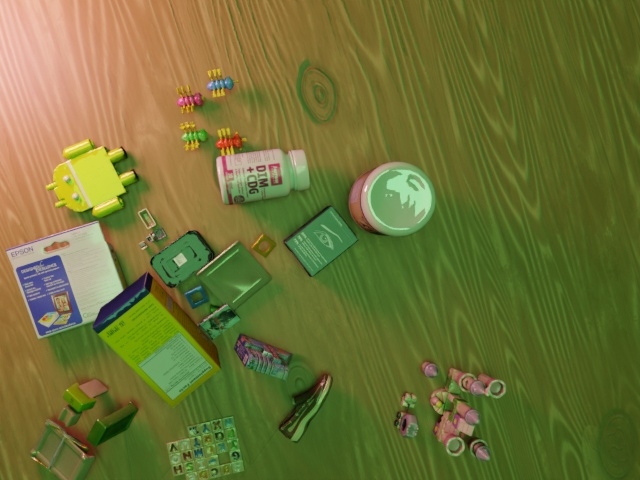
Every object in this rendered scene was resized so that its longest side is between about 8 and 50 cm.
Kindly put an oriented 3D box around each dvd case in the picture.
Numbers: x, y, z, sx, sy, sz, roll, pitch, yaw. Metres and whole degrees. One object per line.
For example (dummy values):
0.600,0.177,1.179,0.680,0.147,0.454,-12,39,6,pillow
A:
-0.340,0.273,1.819,0.120,0.013,0.087,-34,126,-4,dvd case

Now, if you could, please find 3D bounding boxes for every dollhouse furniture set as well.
-0.575,-0.039,1.765,0.091,0.081,0.114,-30,95,-5,dollhouse furniture set
-0.774,0.626,1.772,0.198,0.151,0.301,36,105,13,dollhouse furniture set

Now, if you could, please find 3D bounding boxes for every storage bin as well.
-0.452,0.059,1.783,0.180,0.084,0.122,-37,96,-5,storage bin

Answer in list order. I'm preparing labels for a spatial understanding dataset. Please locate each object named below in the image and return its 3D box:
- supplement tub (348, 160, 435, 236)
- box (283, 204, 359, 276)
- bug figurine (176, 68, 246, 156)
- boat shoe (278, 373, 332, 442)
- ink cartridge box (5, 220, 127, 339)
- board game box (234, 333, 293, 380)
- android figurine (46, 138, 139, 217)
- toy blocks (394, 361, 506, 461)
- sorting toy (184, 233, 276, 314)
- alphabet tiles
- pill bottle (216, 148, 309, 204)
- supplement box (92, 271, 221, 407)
0.216,-0.127,1.743,0.229,0.316,0.228,0,92,-7,supplement tub
0.000,0.000,1.825,0.207,0.108,0.153,-38,95,-5,box
-0.362,-0.411,1.786,0.217,0.072,0.278,-7,97,-1,bug figurine
-0.055,0.560,1.846,0.095,0.095,0.257,31,88,-1,boat shoe
-0.804,0.126,1.752,0.304,0.072,0.306,-18,92,-5,ink cartridge box
-0.172,0.391,1.797,0.194,0.194,0.060,22,90,-22,board game box
-0.742,-0.196,1.755,0.273,0.056,0.248,-24,95,-7,android figurine
0.459,0.581,1.825,0.309,0.260,0.288,16,90,-7,toy blocks
-0.286,0.116,1.813,0.348,0.047,0.196,-39,117,-3,sorting toy
-0.395,0.720,1.849,0.238,0.009,0.198,-12,93,-7,alphabet tiles
-0.186,-0.213,1.768,0.283,0.160,0.160,-9,93,-7,pill bottle
-0.503,0.307,1.697,0.194,0.195,0.356,-38,108,-5,supplement box
